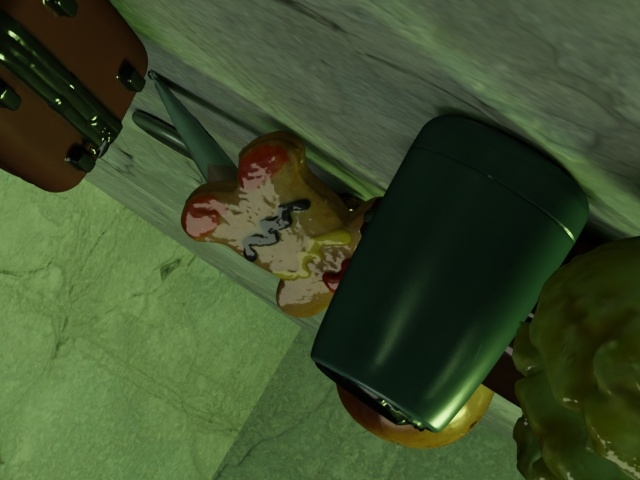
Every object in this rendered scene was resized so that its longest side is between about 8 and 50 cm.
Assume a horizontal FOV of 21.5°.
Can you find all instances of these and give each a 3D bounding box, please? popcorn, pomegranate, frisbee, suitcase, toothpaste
[{"bbox_3d":[0.218,0.089,0.951,0.221,0.184,0.204,19,-168,-24],"label":"popcorn"},{"bbox_3d":[0.111,0.140,1.886,0.191,0.191,0.191,30,174,3],"label":"pomegranate"},{"bbox_3d":[-0.170,-0.116,1.940,0.110,0.014,0.110,30,174,3],"label":"frisbee"},{"bbox_3d":[-0.282,-0.170,1.327,0.236,0.161,0.297,29,174,16],"label":"suitcase"},{"bbox_3d":[-0.101,-0.073,1.586,0.205,0.036,0.056,55,176,14],"label":"toothpaste"}]

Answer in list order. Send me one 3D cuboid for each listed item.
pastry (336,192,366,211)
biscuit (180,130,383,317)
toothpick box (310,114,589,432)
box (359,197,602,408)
[{"bbox_3d":[0.001,0.002,1.661,0.115,0.097,0.208,50,169,-11],"label":"pastry"},{"bbox_3d":[0.006,0.012,1.515,0.250,0.165,0.036,38,-145,-17],"label":"biscuit"},{"bbox_3d":[0.076,0.024,1.058,0.120,0.184,0.120,31,173,4],"label":"toothpick box"},{"bbox_3d":[0.180,0.073,1.308,0.263,0.108,0.404,27,173,28],"label":"box"}]
